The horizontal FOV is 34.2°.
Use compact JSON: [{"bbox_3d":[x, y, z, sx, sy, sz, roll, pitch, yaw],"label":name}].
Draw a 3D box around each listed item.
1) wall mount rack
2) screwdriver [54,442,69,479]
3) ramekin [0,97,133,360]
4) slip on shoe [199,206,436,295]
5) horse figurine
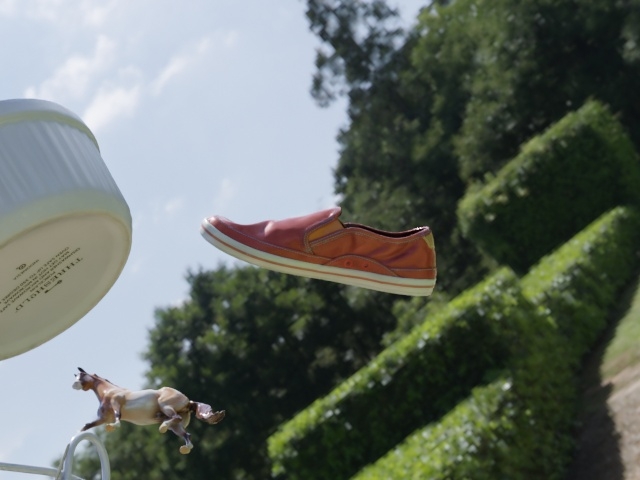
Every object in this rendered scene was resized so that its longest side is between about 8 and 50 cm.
[{"bbox_3d":[-0.410,0.436,1.467,0.130,0.350,0.304,-14,-31,21],"label":"wall mount rack"},{"bbox_3d":[-0.382,0.361,1.452,0.025,0.024,0.170,8,-77,-49],"label":"screwdriver"},{"bbox_3d":[-0.306,0.004,1.008,0.273,0.127,0.273,-34,-24,-17],"label":"ramekin"},{"bbox_3d":[0.000,0.000,1.426,0.123,0.331,0.101,-65,-16,-83],"label":"slip on shoe"},{"bbox_3d":[-0.288,0.281,1.707,0.174,0.263,0.066,-96,12,-72],"label":"horse figurine"}]
